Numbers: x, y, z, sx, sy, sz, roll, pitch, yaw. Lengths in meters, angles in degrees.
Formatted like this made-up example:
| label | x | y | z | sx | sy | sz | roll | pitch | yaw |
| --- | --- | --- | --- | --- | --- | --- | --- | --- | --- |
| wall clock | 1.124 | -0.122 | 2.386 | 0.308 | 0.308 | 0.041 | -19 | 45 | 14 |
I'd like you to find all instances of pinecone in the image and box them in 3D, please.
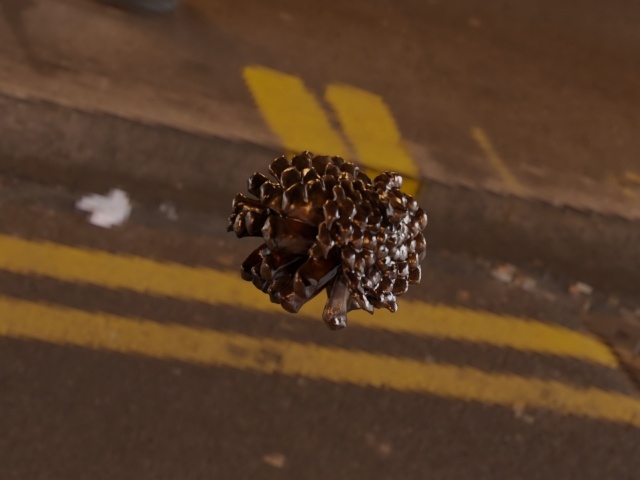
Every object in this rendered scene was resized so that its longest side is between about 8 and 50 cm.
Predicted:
| label | x | y | z | sx | sy | sz | roll | pitch | yaw |
| --- | --- | --- | --- | --- | --- | --- | --- | --- | --- |
| pinecone | 0.002 | -0.003 | 1.637 | 0.195 | 0.150 | 0.179 | 26 | 29 | 22 |
